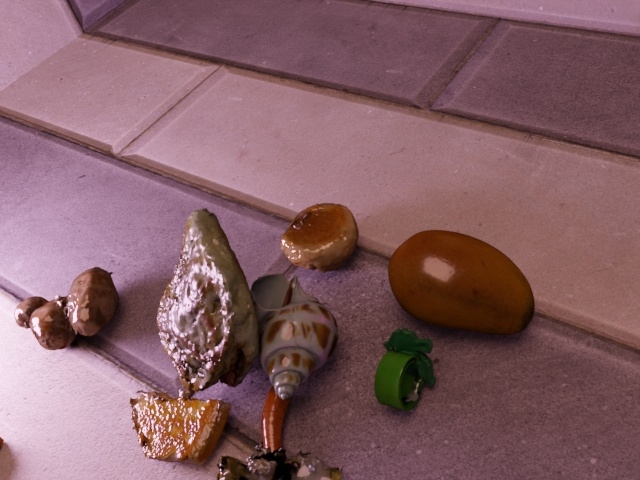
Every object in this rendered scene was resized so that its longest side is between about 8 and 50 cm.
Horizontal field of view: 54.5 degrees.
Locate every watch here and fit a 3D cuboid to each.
[{"bbox_3d":[0.185,0.311,1.478,0.131,0.165,0.152,9,32,37],"label":"watch"}]

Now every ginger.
[{"bbox_3d":[-0.742,0.210,1.822,0.304,0.155,0.244,-22,48,-7],"label":"ginger"}]

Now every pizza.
[{"bbox_3d":[-0.370,0.457,1.555,0.297,0.071,0.189,4,61,23],"label":"pizza"}]

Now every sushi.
[{"bbox_3d":[-0.085,0.521,1.340,0.291,0.139,0.131,13,89,-1],"label":"sushi"}]

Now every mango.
[{"bbox_3d":[0.360,0.110,1.589,0.378,0.221,0.264,23,52,19],"label":"mango"}]

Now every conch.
[{"bbox_3d":[-0.081,0.231,1.571,0.250,0.197,0.368,20,15,-8],"label":"conch"}]

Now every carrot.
[{"bbox_3d":[-0.112,0.459,1.496,0.062,0.066,0.271,-31,37,36],"label":"carrot"}]

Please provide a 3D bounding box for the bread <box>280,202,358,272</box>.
[{"bbox_3d":[0.000,0.000,1.839,0.245,0.134,0.244,-9,44,9],"label":"bread"}]

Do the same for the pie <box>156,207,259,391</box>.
[{"bbox_3d":[-0.284,0.155,1.558,0.181,0.418,0.395,-6,34,-31],"label":"pie"}]

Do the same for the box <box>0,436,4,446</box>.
[{"bbox_3d":[-0.949,0.610,1.562,0.174,0.076,0.274,-2,48,15],"label":"box"}]
